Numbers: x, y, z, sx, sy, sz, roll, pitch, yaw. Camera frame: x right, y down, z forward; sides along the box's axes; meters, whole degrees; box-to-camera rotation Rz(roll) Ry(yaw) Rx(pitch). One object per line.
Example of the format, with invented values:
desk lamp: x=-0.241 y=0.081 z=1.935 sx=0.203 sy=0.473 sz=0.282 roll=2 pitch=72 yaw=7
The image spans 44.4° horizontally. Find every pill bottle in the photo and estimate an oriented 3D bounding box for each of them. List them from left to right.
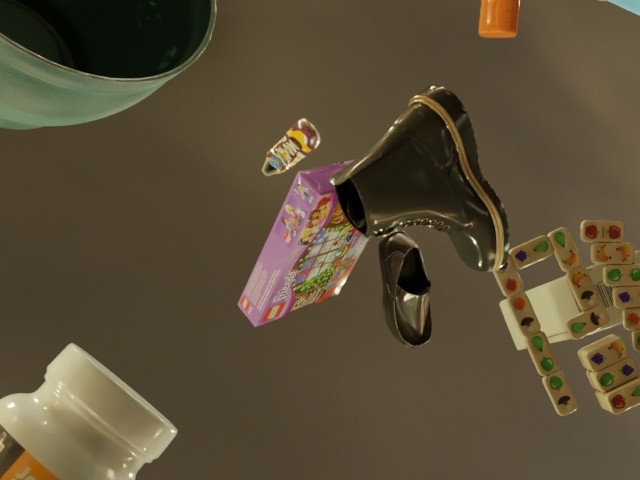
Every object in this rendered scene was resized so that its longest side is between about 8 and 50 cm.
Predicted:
pill bottle: x=-0.267 y=0.239 z=0.696 sx=0.162 sy=0.162 sz=0.278 roll=43 pitch=-105 yaw=-13

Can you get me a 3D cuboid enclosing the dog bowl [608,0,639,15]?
dog bowl: x=0.458 y=-0.356 z=1.063 sx=0.297 sy=0.074 sz=0.166 roll=37 pitch=-138 yaw=26

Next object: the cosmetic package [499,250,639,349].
cosmetic package: x=0.483 y=0.122 z=1.493 sx=0.160 sy=0.309 sz=0.113 roll=-17 pitch=-101 yaw=-11

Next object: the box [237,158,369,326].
box: x=0.000 y=0.000 z=1.260 sx=0.200 sy=0.293 sz=0.057 roll=-17 pitch=-124 yaw=-42

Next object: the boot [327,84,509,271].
boot: x=0.088 y=-0.021 z=0.712 sx=0.137 sy=0.077 sz=0.198 roll=-41 pitch=-60 yaw=-20

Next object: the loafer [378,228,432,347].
loafer: x=0.150 y=0.093 z=1.342 sx=0.080 sy=0.078 sz=0.220 roll=-22 pitch=-69 yaw=-17

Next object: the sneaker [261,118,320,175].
sneaker: x=-0.065 y=-0.188 z=1.658 sx=0.069 sy=0.185 sz=0.084 roll=46 pitch=-119 yaw=0

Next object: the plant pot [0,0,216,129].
plant pot: x=-0.277 y=-0.228 z=0.754 sx=0.293 sy=0.196 sz=0.293 roll=23 pitch=-127 yaw=-33

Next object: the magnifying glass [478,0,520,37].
magnifying glass: x=0.144 y=-0.269 z=0.582 sx=0.026 sy=0.092 sz=0.231 roll=0 pitch=-83 yaw=-56

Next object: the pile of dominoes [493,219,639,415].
pile of dominoes: x=0.365 y=0.099 z=1.044 sx=0.195 sy=0.040 sz=0.251 roll=-24 pitch=-91 yaw=-4
